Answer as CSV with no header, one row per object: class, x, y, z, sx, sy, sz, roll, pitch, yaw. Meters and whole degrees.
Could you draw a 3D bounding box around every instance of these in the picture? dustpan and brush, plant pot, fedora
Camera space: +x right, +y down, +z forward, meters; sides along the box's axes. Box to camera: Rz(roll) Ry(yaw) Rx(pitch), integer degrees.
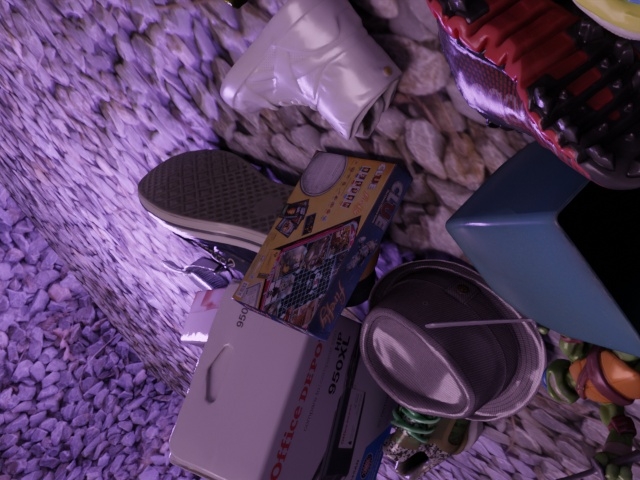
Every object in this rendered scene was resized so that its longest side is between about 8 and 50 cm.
dustpan and brush,-0.294,0.082,1.974,0.211,0.060,0.147,31,154,28
plant pot,0.242,-0.011,0.797,0.165,0.165,0.234,50,163,-15
fedora,0.161,0.159,1.154,0.275,0.124,0.243,41,129,16

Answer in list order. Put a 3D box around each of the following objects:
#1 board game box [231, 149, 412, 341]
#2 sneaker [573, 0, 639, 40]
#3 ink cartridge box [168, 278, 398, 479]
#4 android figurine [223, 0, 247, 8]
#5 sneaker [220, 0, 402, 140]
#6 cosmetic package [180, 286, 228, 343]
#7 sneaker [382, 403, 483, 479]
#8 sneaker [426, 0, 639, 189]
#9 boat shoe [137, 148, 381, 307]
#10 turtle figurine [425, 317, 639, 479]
board game box,0.000,0.000,1.102,0.165,0.243,0.042,17,164,48
sneaker,0.181,-0.253,0.586,0.240,0.091,0.126,35,145,3
ink cartridge box,-0.026,0.253,1.325,0.166,0.285,0.395,14,171,31
android figurine,-0.202,-0.355,0.919,0.273,0.056,0.248,37,-168,14
sneaker,-0.014,-0.176,0.998,0.169,0.108,0.292,50,156,-6
cosmetic package,-0.180,0.183,1.812,0.153,0.129,0.296,22,166,-24
sneaker,0.180,0.289,1.377,0.158,0.182,0.410,28,151,31
sneaker,0.187,-0.133,0.694,0.276,0.098,0.135,56,176,32
boat shoe,-0.111,-0.020,1.340,0.500,0.187,0.156,20,142,34
turtle figurine,0.306,0.158,0.878,0.275,0.197,0.266,10,155,-33
